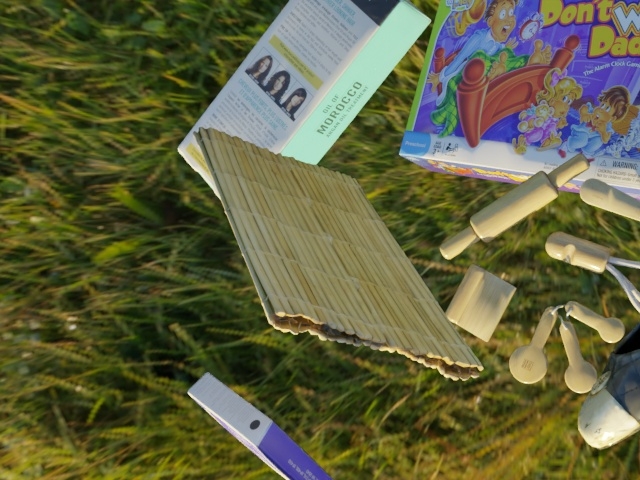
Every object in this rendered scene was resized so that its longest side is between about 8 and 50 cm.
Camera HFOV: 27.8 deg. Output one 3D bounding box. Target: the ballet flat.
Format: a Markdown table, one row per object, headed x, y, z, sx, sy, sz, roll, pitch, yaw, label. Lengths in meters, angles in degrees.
| x | y | z | sx | sy | sz | roll | pitch | yaw | label |
| --- | --- | --- | --- | --- | --- | --- | --- | --- | --- |
| 0.160 | 0.013 | 0.557 | 0.049 | 0.057 | 0.173 | 33 | 93 | -8 | ballet flat |

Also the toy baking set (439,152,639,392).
| x | y | z | sx | sy | sz | roll | pitch | yaw | label |
| --- | --- | --- | --- | --- | --- | --- | --- | --- | --- |
| 0.239 | 0.024 | 1.198 | 0.256 | 0.030 | 0.197 | -39 | 79 | 14 | toy baking set |

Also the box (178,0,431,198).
| x | y | z | sx | sy | sz | roll | pitch | yaw | label |
| --- | --- | --- | --- | --- | --- | --- | --- | --- | --- |
| -0.018 | -0.141 | 1.182 | 0.244 | 0.060 | 0.100 | -50 | 59 | 14 | box |

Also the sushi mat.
| x | y | z | sx | sy | sz | roll | pitch | yaw | label |
| --- | --- | --- | --- | --- | --- | --- | --- | --- | --- |
| 0.000 | 0.000 | 0.928 | 0.151 | 0.316 | 0.019 | 19 | 109 | -23 | sushi mat |

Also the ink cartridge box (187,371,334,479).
| x | y | z | sx | sy | sz | roll | pitch | yaw | label |
| --- | --- | --- | --- | --- | --- | --- | --- | --- | --- |
| -0.048 | 0.270 | 1.624 | 0.045 | 0.206 | 0.208 | -48 | 41 | -9 | ink cartridge box |

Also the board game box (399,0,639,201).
| x | y | z | sx | sy | sz | roll | pitch | yaw | label |
| --- | --- | --- | --- | --- | --- | --- | --- | --- | --- |
| 0.276 | -0.177 | 1.461 | 0.347 | 0.078 | 0.233 | 11 | 84 | 38 | board game box |
